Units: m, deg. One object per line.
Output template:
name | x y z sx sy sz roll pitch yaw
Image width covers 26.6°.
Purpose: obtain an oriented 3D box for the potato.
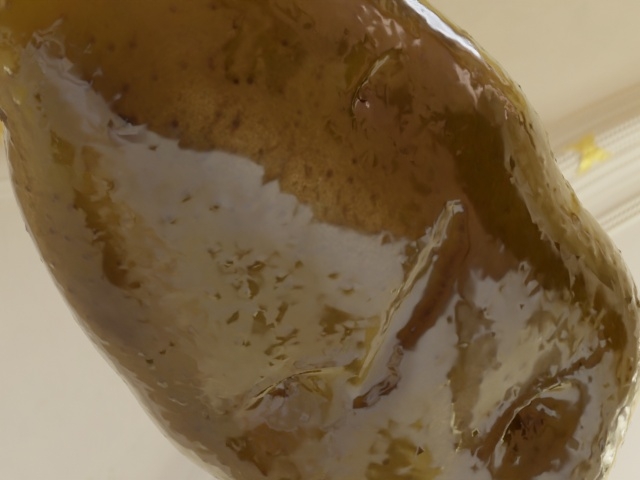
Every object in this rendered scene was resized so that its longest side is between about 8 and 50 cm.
potato | 0.000 0.000 0.574 0.369 0.195 0.176 50 -146 -27
